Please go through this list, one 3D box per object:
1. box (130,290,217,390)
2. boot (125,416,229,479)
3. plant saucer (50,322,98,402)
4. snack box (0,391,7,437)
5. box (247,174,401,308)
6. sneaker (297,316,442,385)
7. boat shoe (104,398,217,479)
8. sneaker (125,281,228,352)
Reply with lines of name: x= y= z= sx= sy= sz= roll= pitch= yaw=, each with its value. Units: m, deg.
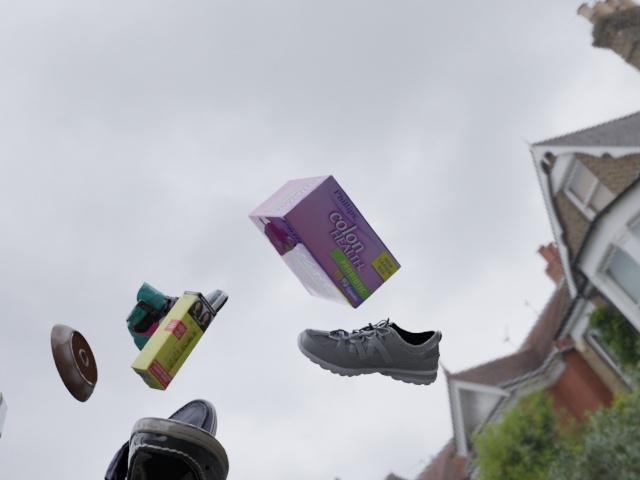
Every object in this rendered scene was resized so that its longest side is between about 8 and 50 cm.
box: x=-0.338 y=0.230 z=1.773 sx=0.232 sy=0.058 sz=0.087 roll=-57 pitch=-48 yaw=-34
boot: x=-0.225 y=0.432 z=1.010 sx=0.138 sy=0.284 sz=0.378 roll=14 pitch=-42 yaw=-1
plant saucer: x=-0.575 y=0.284 z=1.806 sx=0.036 sy=0.199 sz=0.199 roll=-21 pitch=-34 yaw=-1
snack box: x=-0.584 y=0.299 z=1.223 sx=0.141 sy=0.100 sz=0.037 roll=-15 pitch=-71 yaw=-11
box: x=0.000 y=0.000 z=1.418 sx=0.117 sy=0.243 sz=0.214 roll=-42 pitch=-75 yaw=-15
sneaker: x=0.095 y=0.188 z=1.432 sx=0.281 sy=0.105 sz=0.115 roll=9 pitch=-70 yaw=-13
boat shoe: x=-0.340 y=0.450 z=1.671 sx=0.341 sy=0.127 sz=0.158 roll=-58 pitch=-26 yaw=-43
sneaker: x=-0.411 y=0.175 z=2.066 sx=0.295 sy=0.124 sz=0.178 roll=-33 pitch=-75 yaw=8
